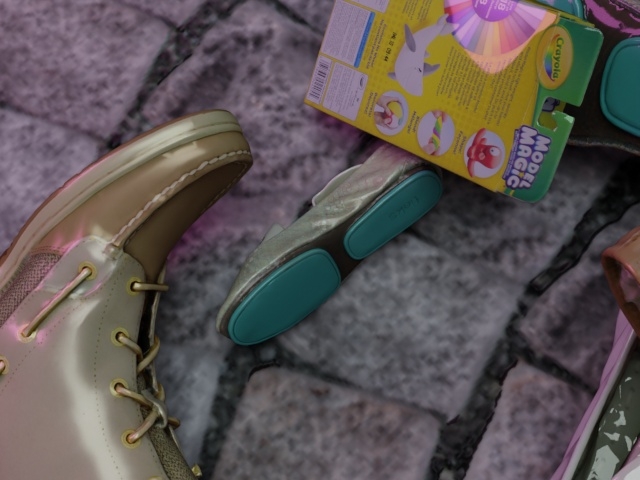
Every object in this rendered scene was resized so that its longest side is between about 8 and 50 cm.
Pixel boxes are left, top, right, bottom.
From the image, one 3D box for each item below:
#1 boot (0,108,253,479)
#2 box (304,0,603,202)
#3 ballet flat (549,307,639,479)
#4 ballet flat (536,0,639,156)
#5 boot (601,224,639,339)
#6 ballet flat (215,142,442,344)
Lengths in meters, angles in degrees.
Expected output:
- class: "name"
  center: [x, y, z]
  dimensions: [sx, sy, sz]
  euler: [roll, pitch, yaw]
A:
- class: "boot"
  center: [-0.098, 0.075, 0.672]
  dimensions: [0.262, 0.095, 0.203]
  euler: [-40, 75, 8]
- class: "box"
  center: [0.078, -0.097, 0.706]
  dimensions: [0.179, 0.043, 0.105]
  euler: [31, 109, 39]
- class: "ballet flat"
  center: [0.207, 0.085, 0.658]
  dimensions: [0.139, 0.139, 0.400]
  euler: [29, 76, 11]
- class: "ballet flat"
  center: [0.176, -0.099, 0.719]
  dimensions: [0.316, 0.106, 0.107]
  euler: [34, 116, 38]
- class: "boot"
  center: [0.297, 0.024, 0.577]
  dimensions: [0.270, 0.089, 0.236]
  euler: [-35, 98, -4]
- class: "ballet flat"
  center: [0.000, 0.000, 0.742]
  dimensions: [0.168, 0.057, 0.052]
  euler: [-36, 47, -12]
